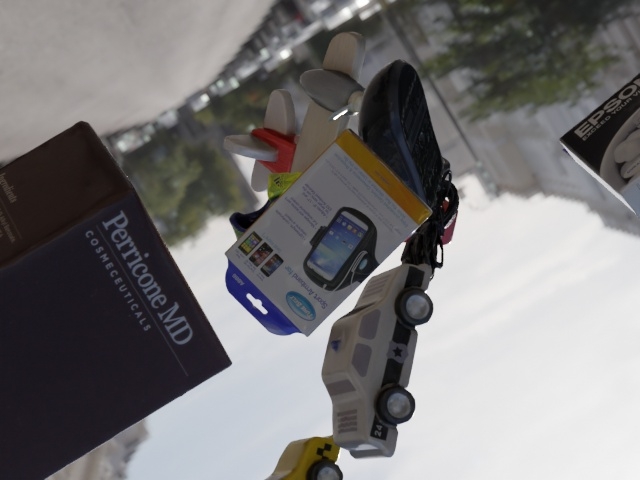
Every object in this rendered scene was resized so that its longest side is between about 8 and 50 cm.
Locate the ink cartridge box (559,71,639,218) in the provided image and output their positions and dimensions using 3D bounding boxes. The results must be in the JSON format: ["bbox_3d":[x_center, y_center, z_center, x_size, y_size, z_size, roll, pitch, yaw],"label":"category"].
[{"bbox_3d":[0.295,-0.120,1.070,0.206,0.045,0.208,-39,-160,6],"label":"ink cartridge box"}]

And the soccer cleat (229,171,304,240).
[{"bbox_3d":[-0.017,-0.065,1.952,0.289,0.121,0.093,-35,-172,28],"label":"soccer cleat"}]

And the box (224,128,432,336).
[{"bbox_3d":[0.000,0.000,0.901,0.136,0.081,0.028,-45,179,10],"label":"box"}]

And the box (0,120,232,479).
[{"bbox_3d":[-0.281,0.099,1.002,0.381,0.191,0.143,-33,-143,-9],"label":"box"}]

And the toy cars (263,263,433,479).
[{"bbox_3d":[-0.002,0.192,1.288,0.176,0.087,0.394,-107,-142,-61],"label":"toy cars"}]

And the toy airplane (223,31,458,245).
[{"bbox_3d":[-0.004,-0.103,2.224,0.384,0.386,0.272,-26,-178,31],"label":"toy airplane"}]

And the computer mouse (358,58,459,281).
[{"bbox_3d":[0.098,-0.096,1.650,0.072,0.272,0.188,-2,-144,23],"label":"computer mouse"}]
